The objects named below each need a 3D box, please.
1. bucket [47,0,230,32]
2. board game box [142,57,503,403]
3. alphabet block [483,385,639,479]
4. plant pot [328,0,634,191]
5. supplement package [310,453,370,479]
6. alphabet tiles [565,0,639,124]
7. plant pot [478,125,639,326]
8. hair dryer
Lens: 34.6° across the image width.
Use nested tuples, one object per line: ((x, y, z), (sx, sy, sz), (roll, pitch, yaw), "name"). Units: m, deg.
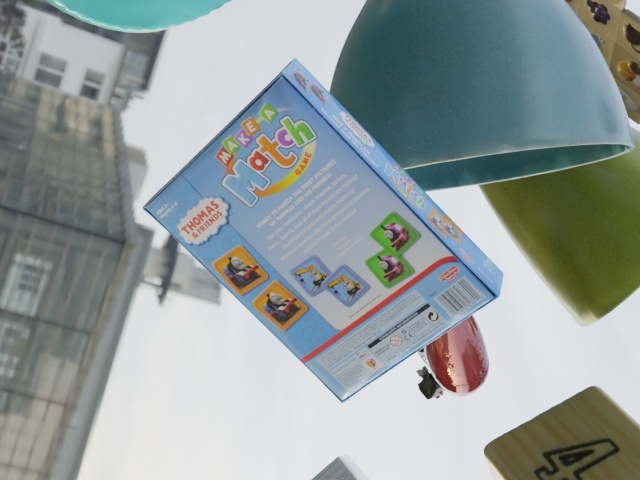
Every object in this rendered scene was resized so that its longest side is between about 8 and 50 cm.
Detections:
((-0.158, -0.317, 0.834), (0.281, 0.281, 0.183), (-62, -138, 29), "bucket")
((0.000, 0.000, 0.732), (0.160, 0.211, 0.039), (-39, -168, 31), "board game box")
((0.363, 0.350, 1.379), (0.193, 0.192, 0.197), (-29, -147, -7), "alphabet block")
((0.132, -0.158, 0.972), (0.290, 0.290, 0.195), (165, -82, -68), "plant pot")
((0.044, 0.436, 1.494), (0.149, 0.203, 0.194), (-41, 169, -3), "supplement package")
((0.277, -0.289, 1.277), (0.011, 0.342, 0.285), (-40, 153, -14), "alphabet tiles")
((0.351, -0.079, 1.440), (0.275, 0.293, 0.275), (-47, 175, -5), "plant pot")
((0.124, 0.127, 1.374), (0.080, 0.223, 0.293), (-52, -178, -27), "hair dryer")
